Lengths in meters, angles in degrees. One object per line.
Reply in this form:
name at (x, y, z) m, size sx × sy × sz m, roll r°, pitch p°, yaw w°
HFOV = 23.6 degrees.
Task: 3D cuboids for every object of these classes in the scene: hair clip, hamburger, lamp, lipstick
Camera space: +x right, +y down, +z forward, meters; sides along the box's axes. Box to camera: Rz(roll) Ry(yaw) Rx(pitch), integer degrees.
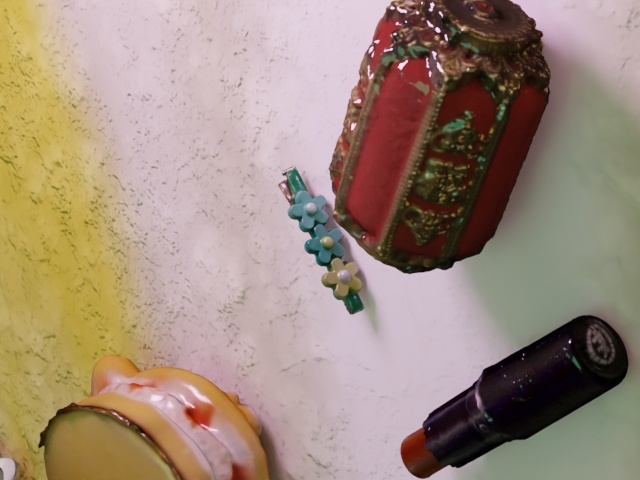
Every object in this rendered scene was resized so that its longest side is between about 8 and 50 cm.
hair clip at (-0.001, 0.000, 1.645) m, size 0.049 × 0.049 × 0.173 m, roll -39°, pitch 76°, yaw 47°
hamburger at (-0.200, 0.274, 1.861) m, size 0.302 × 0.186 × 0.261 m, roll 22°, pitch 123°, yaw 27°
lamp at (0.106, -0.100, 1.407) m, size 0.177 × 0.177 × 0.274 m, roll 41°, pitch 134°, yaw 27°
lipstick at (0.177, 0.162, 1.500) m, size 0.299 × 0.081 × 0.081 m, roll -38°, pitch 78°, yaw 46°

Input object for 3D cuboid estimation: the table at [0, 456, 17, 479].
table at (-0.544, 0.357, 2.285) m, size 0.198 × 0.166 × 0.166 m, roll 32°, pitch 127°, yaw 43°
